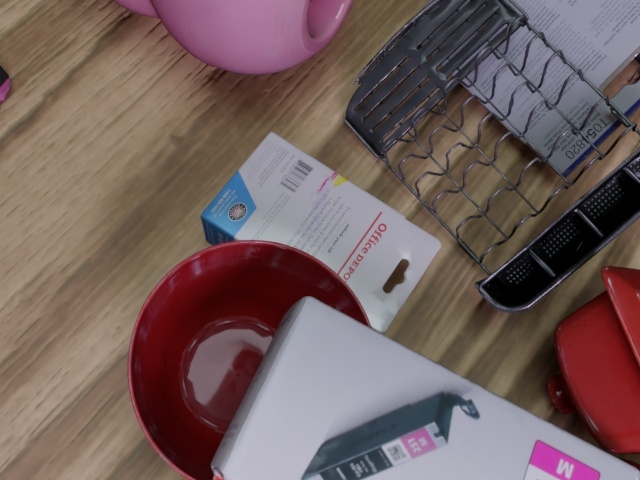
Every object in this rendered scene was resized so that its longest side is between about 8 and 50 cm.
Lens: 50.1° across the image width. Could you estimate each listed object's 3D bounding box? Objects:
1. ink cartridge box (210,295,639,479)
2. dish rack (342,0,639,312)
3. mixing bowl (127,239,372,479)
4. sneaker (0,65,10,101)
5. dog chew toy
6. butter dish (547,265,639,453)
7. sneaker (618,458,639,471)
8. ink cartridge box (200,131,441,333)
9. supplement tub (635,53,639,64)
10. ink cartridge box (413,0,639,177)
[{"bbox_3d":[0.053,0.204,0.446,0.275,0.060,0.238,28,67,-7],"label":"ink cartridge box"},{"bbox_3d":[0.154,-0.097,0.608,0.208,0.074,0.271,-43,76,10],"label":"dish rack"},{"bbox_3d":[-0.056,0.099,0.530,0.182,0.098,0.181,4,72,-14],"label":"mixing bowl"},{"bbox_3d":[-0.372,-0.124,0.611,0.077,0.072,0.178,39,64,21],"label":"sneaker"},{"bbox_3d":[-0.129,-0.291,0.637,0.332,0.206,0.206,29,68,14],"label":"dog chew toy"},{"bbox_3d":[0.244,0.111,0.561,0.160,0.118,0.160,7,60,-51],"label":"butter dish"},{"bbox_3d":[0.285,0.287,0.480,0.098,0.135,0.275,-21,73,-15],"label":"sneaker"},{"bbox_3d":[0.000,0.000,0.601,0.181,0.061,0.104,34,70,8],"label":"ink cartridge box"},{"bbox_3d":[0.384,-0.251,0.670,0.191,0.191,0.272,-28,74,-16],"label":"supplement tub"},{"bbox_3d":[0.228,-0.211,0.638,0.224,0.223,0.045,49,32,13],"label":"ink cartridge box"}]
